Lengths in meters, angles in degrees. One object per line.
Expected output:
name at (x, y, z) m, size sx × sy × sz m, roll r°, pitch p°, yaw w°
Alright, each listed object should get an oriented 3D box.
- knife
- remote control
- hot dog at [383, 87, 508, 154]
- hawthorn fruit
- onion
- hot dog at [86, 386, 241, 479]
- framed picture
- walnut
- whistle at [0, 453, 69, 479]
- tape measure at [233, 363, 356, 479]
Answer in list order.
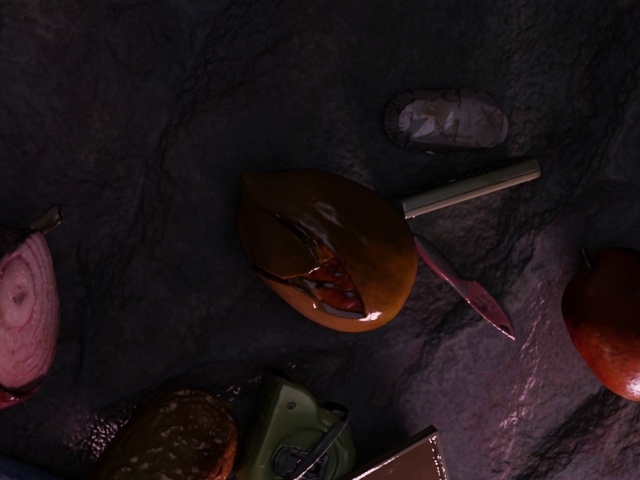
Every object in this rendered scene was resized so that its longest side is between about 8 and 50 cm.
knife at (0.220, 0.069, 1.863) m, size 0.247 × 0.018 × 0.035 m, roll 43°, pitch 80°, yaw -22°
remote control at (0.203, -0.077, 1.790) m, size 0.234 × 0.098 × 0.038 m, roll -18°, pitch 97°, yaw -15°
hot dog at (0.183, -0.173, 1.795) m, size 0.192 × 0.053 × 0.099 m, roll -1°, pitch 97°, yaw -16°
hawthorn fruit at (0.472, 0.108, 1.860) m, size 0.261 × 0.224 × 0.224 m, roll 45°, pitch 82°, yaw 1°
onion at (-0.468, 0.088, 1.532) m, size 0.231 × 0.272 × 0.256 m, roll -1°, pitch 93°, yaw 7°
hot dog at (-0.215, 0.324, 1.692) m, size 0.175 × 0.114 × 0.259 m, roll 39°, pitch 56°, yaw -9°
framed picture at (0.115, 0.414, 1.825) m, size 0.192 × 0.018 × 0.265 m, roll -27°, pitch 126°, yaw -16°
walnut at (0.000, 0.000, 1.689) m, size 0.298 × 0.203 × 0.203 m, roll 40°, pitch 84°, yaw -17°
whistle at (-0.383, 0.340, 1.674) m, size 0.304 × 0.062 × 0.062 m, roll 26°, pitch 89°, yaw -20°
tape measure at (-0.035, 0.301, 1.761) m, size 0.175 × 0.106 × 0.200 m, roll 22°, pitch 93°, yaw -17°
